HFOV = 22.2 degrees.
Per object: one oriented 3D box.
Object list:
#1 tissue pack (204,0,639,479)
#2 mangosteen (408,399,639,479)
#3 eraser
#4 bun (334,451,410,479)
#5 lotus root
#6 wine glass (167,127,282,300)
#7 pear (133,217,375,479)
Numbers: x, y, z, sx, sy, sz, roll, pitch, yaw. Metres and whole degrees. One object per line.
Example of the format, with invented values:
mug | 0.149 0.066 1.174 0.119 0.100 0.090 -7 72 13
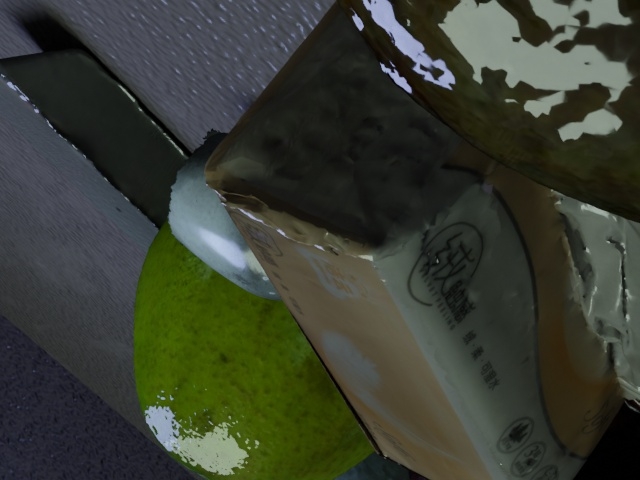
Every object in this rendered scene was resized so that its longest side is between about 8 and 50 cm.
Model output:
tissue pack | 0.118 0.009 0.926 0.238 0.238 0.305 25 157 36
mangosteen | 0.184 0.151 1.203 0.228 0.228 0.265 31 120 20
eraser | -0.177 -0.066 1.533 0.352 0.077 0.111 45 163 -24
bun | 0.073 0.291 1.711 0.362 0.211 0.362 31 159 14
lotus root | 0.139 -0.124 0.647 0.314 0.210 0.142 26 174 -5
wine glass | 0.000 0.000 1.280 0.241 0.126 0.126 27 159 29
pear | -0.047 0.092 1.404 0.288 0.239 0.139 36 162 2
